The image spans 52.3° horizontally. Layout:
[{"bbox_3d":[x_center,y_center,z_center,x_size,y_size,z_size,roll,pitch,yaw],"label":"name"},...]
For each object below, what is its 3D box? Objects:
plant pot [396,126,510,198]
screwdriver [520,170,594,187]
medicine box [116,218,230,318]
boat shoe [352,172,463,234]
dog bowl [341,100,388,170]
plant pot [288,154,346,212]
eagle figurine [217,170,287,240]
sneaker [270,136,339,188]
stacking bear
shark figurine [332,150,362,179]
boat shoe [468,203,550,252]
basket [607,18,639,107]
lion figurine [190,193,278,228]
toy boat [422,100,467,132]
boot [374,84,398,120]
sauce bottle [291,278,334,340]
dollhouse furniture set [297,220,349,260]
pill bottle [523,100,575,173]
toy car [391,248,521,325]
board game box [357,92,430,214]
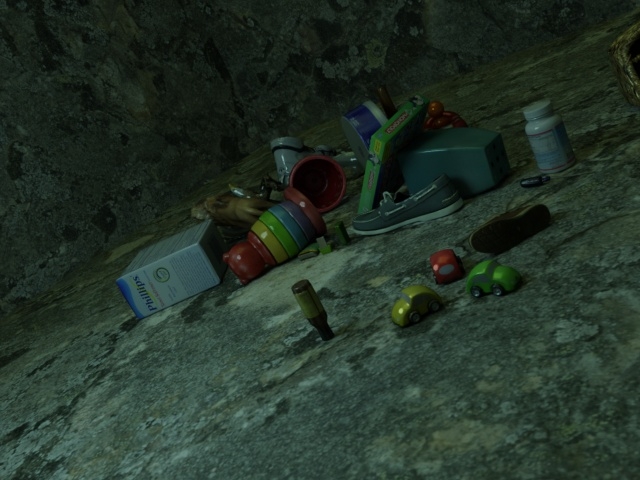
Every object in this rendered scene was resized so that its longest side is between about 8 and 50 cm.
[{"bbox_3d":[0.359,-0.200,1.704,0.234,0.165,0.166,-3,28,42],"label":"plant pot"},{"bbox_3d":[0.542,-0.146,1.494,0.170,0.024,0.025,-12,50,35],"label":"screwdriver"},{"bbox_3d":[-0.455,0.084,2.060,0.289,0.149,0.263,-24,16,8],"label":"medicine box"},{"bbox_3d":[0.210,-0.095,1.696,0.319,0.099,0.116,-14,21,36],"label":"boat shoe"},{"bbox_3d":[0.175,-0.318,2.141,0.104,0.265,0.265,-30,17,-3],"label":"dog bowl"},{"bbox_3d":[-0.018,-0.195,2.194,0.191,0.191,0.174,-27,12,-3],"label":"plant pot"},{"bbox_3d":[-0.271,-0.123,2.438,0.298,0.225,0.226,-55,-29,5],"label":"eagle figurine"},{"bbox_3d":[-0.054,-0.280,2.616,0.137,0.210,0.366,-12,-13,39],"label":"sneaker"},{"bbox_3d":[-0.139,-0.001,1.859,0.289,0.175,0.164,-39,11,-10],"label":"stacking bear"},{"bbox_3d":[0.106,-0.276,2.427,0.278,0.116,0.166,-7,-10,29],"label":"shark figurine"},{"bbox_3d":[0.372,-0.023,1.307,0.178,0.064,0.060,-23,10,-11],"label":"boat shoe"},{"bbox_3d":[0.902,-0.473,1.614,0.299,0.213,0.223,-22,16,14],"label":"basket"},{"bbox_3d":[-0.255,-0.095,2.155,0.240,0.142,0.392,16,-16,-32],"label":"lion figurine"},{"bbox_3d":[0.419,-0.416,2.273,0.151,0.151,0.231,-23,17,10],"label":"toy boat"},{"bbox_3d":[0.274,-0.395,2.197,0.096,0.280,0.264,-22,17,13],"label":"boot"},{"bbox_3d":[-0.013,0.137,1.266,0.042,0.128,0.042,-23,16,7],"label":"sauce bottle"},{"bbox_3d":[0.000,0.000,1.792,0.152,0.058,0.076,-17,18,27],"label":"dollhouse furniture set"},{"bbox_3d":[0.542,-0.246,1.553,0.087,0.160,0.087,-23,16,7],"label":"pill bottle"},{"bbox_3d":[0.258,0.069,1.201,0.225,0.053,0.239,-11,23,43],"label":"toy car"},{"bbox_3d":[0.196,-0.222,1.786,0.213,0.046,0.317,-47,-20,-30],"label":"board game box"}]
